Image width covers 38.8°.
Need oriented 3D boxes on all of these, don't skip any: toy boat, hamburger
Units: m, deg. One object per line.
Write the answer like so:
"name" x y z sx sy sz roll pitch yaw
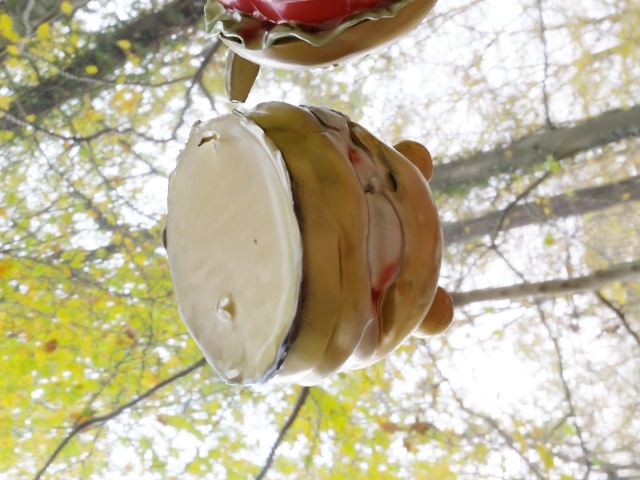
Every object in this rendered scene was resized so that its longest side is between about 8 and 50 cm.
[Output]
"toy boat" -0.100 -0.249 1.198 0.047 0.149 0.049 7 -144 -18
"hamburger" 0.000 -0.283 0.874 0.274 0.274 0.212 -61 -38 -41
"hamburger" 0.000 0.000 0.876 0.237 0.276 0.276 -4 -99 -34
